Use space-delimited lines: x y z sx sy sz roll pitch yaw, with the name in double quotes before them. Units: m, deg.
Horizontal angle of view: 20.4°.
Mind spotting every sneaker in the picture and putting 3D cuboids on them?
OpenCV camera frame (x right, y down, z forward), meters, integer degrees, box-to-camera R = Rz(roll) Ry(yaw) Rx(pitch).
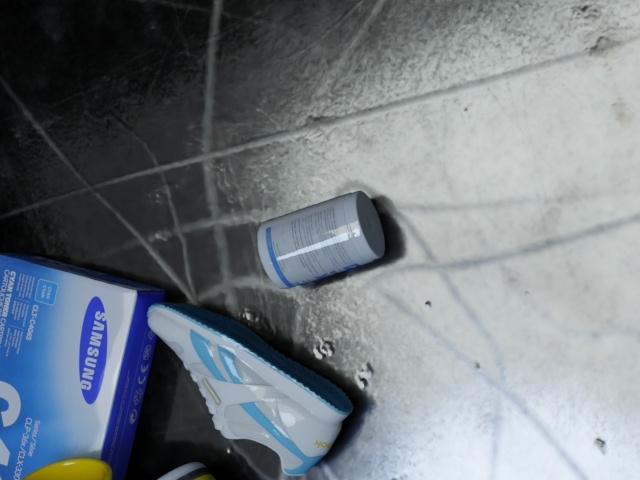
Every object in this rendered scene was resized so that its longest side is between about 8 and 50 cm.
"sneaker" -0.084 0.137 1.719 0.228 0.087 0.092 34 102 20

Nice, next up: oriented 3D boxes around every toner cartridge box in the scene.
"toner cartridge box" -0.278 0.199 1.795 0.165 0.075 0.348 13 93 19

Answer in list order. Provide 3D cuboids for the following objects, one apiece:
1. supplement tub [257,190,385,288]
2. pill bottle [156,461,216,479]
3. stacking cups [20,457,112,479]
"supplement tub" 0.000 0.000 1.700 0.107 0.071 0.071 -18 82 20
"pill bottle" -0.104 0.312 1.711 0.103 0.103 0.184 -42 75 14
"stacking cups" -0.208 0.367 1.717 0.096 0.096 0.316 -6 111 20
